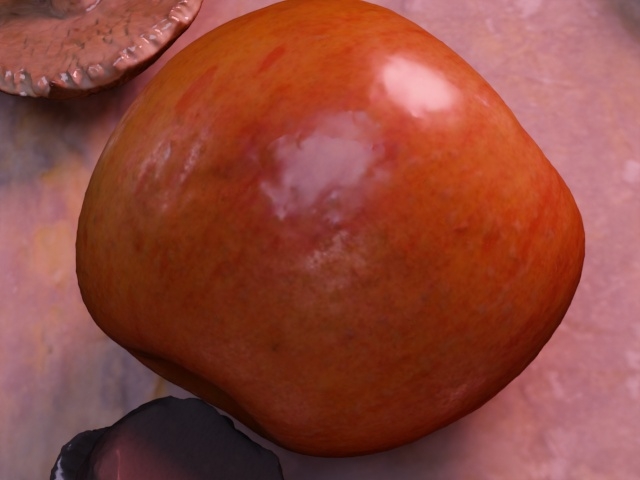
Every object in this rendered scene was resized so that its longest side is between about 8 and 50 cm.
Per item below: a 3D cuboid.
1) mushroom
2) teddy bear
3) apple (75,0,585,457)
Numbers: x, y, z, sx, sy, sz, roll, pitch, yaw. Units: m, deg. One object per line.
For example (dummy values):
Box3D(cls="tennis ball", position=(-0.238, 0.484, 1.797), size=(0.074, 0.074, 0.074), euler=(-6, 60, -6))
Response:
Box3D(cls="mushroom", position=(-0.246, -0.224, 0.913), size=(0.233, 0.301, 0.208), euler=(36, 109, 38))
Box3D(cls="teddy bear", position=(-0.116, 0.189, 0.744), size=(0.144, 0.251, 0.171), euler=(25, 53, -23))
Box3D(cls="apple", position=(0.000, 0.000, 0.743), size=(0.275, 0.299, 0.299), euler=(-46, 64, -7))
